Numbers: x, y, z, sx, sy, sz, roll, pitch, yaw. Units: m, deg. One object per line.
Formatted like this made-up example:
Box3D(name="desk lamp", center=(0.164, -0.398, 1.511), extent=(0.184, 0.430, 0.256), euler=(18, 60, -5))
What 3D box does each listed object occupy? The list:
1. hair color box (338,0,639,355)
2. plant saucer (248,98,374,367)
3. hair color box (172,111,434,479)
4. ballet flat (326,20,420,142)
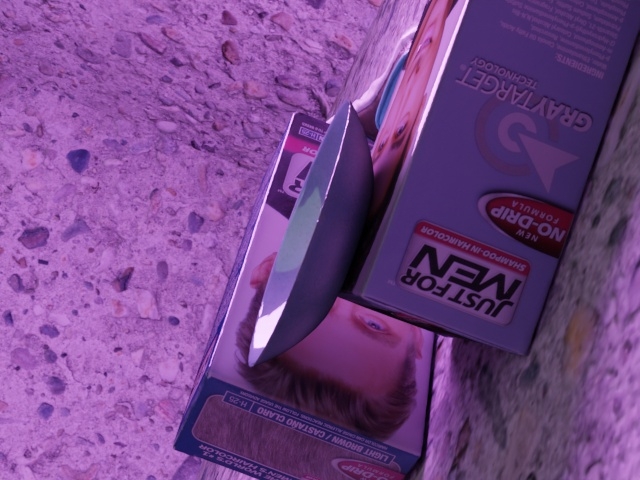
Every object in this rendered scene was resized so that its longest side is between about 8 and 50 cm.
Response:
Box3D(name="hair color box", center=(0.125, -0.119, 0.700), extent=(0.185, 0.113, 0.375), euler=(166, 124, -82))
Box3D(name="plant saucer", center=(0.000, 0.000, 0.692), extent=(0.195, 0.037, 0.195), euler=(-161, 90, -83))
Box3D(name="hair color box", center=(0.008, 0.048, 0.878), extent=(0.347, 0.173, 0.105), euler=(-76, 11, -48))
Box3D(name="ballet flat", center=(0.094, -0.128, 1.060), extent=(0.400, 0.139, 0.139), euler=(133, 158, -63))
